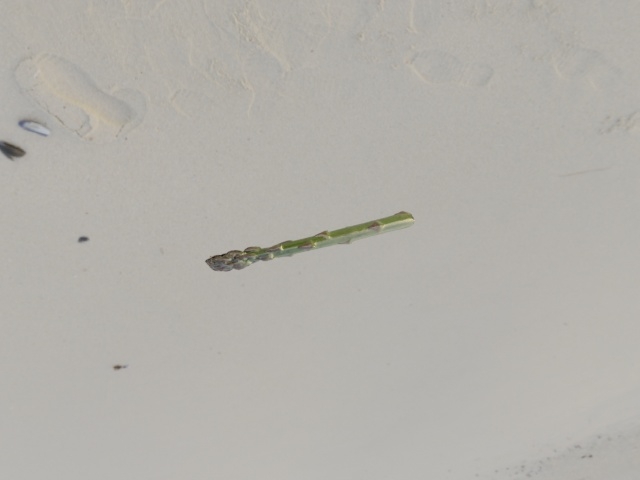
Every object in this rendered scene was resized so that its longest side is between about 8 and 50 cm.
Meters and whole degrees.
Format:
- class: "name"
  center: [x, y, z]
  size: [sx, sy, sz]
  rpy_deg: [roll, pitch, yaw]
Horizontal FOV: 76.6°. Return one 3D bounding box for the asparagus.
- class: "asparagus"
  center: [0.000, 0.000, 0.445]
  size: [0.248, 0.024, 0.025]
  rpy_deg: [-14, 153, -24]
